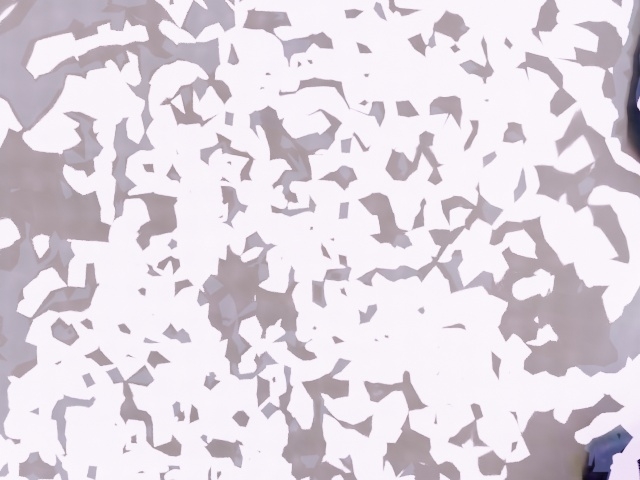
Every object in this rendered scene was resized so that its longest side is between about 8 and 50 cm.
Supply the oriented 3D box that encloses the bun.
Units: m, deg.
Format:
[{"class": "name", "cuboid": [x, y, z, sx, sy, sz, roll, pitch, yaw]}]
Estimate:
[{"class": "bun", "cuboid": [0.000, 0.000, 0.537, 0.293, 0.187, 0.293, 0, 90, 4]}]
